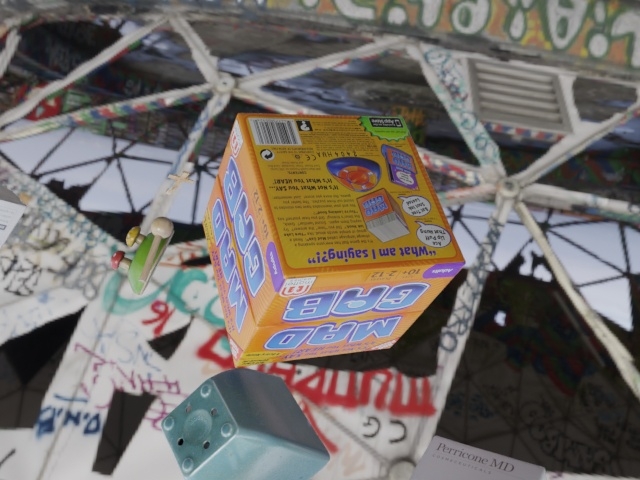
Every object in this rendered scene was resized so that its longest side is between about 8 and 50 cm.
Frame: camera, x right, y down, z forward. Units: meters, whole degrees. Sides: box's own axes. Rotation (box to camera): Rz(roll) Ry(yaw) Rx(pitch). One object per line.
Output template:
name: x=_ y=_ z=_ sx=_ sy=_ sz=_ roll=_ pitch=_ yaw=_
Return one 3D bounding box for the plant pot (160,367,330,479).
plant pot: x=-0.182 y=0.411 z=1.470 sx=0.247 sy=0.248 sz=0.252 roll=51 pitch=-175 yaw=40

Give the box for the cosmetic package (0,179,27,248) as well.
cosmetic package: x=-0.526 y=-0.022 z=0.877 sx=0.224 sy=0.225 sz=0.138 roll=38 pitch=-174 yaw=25

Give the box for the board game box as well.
board game box: x=0.000 y=0.000 z=1.412 sx=0.356 sy=0.356 sz=0.356 roll=-3 pitch=147 yaw=-24

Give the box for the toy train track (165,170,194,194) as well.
toy train track: x=-0.256 y=-0.106 z=1.268 sx=0.048 sy=0.014 sz=0.083 roll=15 pitch=148 yaw=-30

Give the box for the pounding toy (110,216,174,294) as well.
pounding toy: x=-0.446 y=0.027 z=1.737 sx=0.110 sy=0.183 sz=0.237 roll=27 pitch=161 yaw=-9

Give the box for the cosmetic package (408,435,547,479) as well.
cosmetic package: x=0.212 y=0.578 z=1.216 sx=0.230 sy=0.161 sz=0.453 roll=7 pitch=-142 yaw=35
